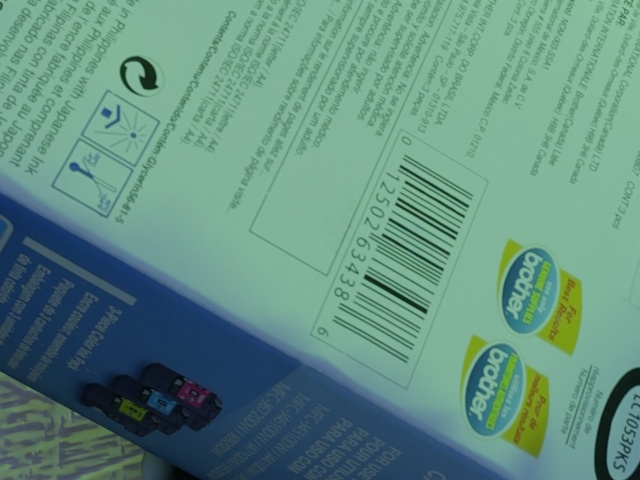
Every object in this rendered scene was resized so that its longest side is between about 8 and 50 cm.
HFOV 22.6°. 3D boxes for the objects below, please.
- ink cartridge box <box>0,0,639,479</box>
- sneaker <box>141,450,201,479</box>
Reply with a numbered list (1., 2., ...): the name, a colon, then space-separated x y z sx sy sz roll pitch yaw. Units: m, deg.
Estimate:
1. ink cartridge box: 0.031 -0.019 0.684 0.395 0.151 0.270 29 59 -8
2. sneaker: -0.003 0.166 0.714 0.232 0.115 0.090 42 105 23
